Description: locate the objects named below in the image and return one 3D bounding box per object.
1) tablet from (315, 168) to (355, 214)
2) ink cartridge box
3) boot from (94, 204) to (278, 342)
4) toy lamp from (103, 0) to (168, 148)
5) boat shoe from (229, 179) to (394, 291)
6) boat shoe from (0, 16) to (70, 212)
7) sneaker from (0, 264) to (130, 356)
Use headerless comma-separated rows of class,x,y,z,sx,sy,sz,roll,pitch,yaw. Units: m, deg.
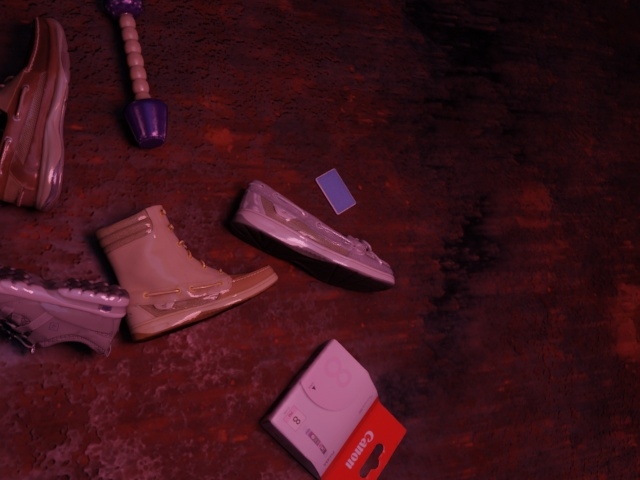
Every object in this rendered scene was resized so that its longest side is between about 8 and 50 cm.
tablet,0.030,-0.096,1.322,0.054,0.006,0.083,-32,91,-32
ink cartridge box,0.039,0.317,1.162,0.232,0.066,0.189,44,59,-4
boot,-0.214,0.031,1.102,0.261,0.095,0.204,-20,83,-25
toy lamp,-0.316,-0.293,1.166,0.080,0.080,0.275,-5,76,-29
boat shoe,-0.002,0.000,1.212,0.320,0.118,0.103,24,68,-11
boat shoe,-0.454,-0.205,1.041,0.116,0.123,0.325,5,70,-24
sneaker,-0.423,0.106,0.959,0.281,0.105,0.115,11,95,-12
